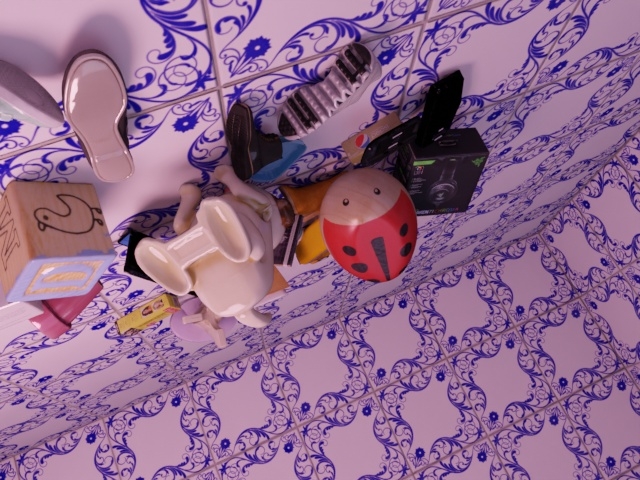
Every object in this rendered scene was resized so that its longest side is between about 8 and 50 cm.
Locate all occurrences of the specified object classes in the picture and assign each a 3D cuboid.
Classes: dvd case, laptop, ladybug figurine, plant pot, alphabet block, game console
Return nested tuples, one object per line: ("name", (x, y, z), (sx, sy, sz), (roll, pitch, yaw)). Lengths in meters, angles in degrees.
("dvd case", (-0.168, -0.005, 1.704), (0.221, 0.164, 0.018), (3, 155, 23))
("laptop", (-0.422, 0.077, 1.540), (0.234, 0.264, 0.136), (23, 120, -26))
("ladybug figurine", (0.164, -0.018, 1.790), (0.305, 0.161, 0.449), (-23, 132, 4))
("plant pot", (-0.691, 0.129, 1.533), (0.180, 0.201, 0.201), (-38, 163, -15))
("alphabet block", (-0.601, 0.003, 1.289), (0.192, 0.197, 0.193), (-2, 150, -49))
("game console", (0.256, -0.318, 1.589), (0.361, 0.044, 0.213), (-33, 153, -25))

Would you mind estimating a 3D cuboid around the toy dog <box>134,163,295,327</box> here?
("toy dog", (-0.202, -0.013, 1.498), (0.285, 0.395, 0.408), (-38, -166, 24))

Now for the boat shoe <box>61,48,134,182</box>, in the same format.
("boat shoe", (-0.420, -0.241, 1.088), (0.112, 0.095, 0.335), (-16, 153, -19))

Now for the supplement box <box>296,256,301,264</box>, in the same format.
("supplement box", (-0.053, 0.055, 2.298), (0.083, 0.043, 0.055), (-22, 161, -8))

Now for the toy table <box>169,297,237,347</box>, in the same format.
("toy table", (-0.418, 0.286, 2.195), (0.274, 0.252, 0.161), (-22, 178, -34))

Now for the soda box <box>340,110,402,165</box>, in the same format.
("soda box", (0.155, -0.291, 1.660), (0.181, 0.061, 0.058), (-30, 159, 12))

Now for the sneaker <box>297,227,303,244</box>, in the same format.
("sneaker", (-0.184, 0.003, 1.939), (0.275, 0.107, 0.110), (-24, 147, -12))

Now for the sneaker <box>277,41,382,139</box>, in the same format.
("sneaker", (0.024, -0.332, 1.356), (0.292, 0.110, 0.118), (-34, 167, 24))

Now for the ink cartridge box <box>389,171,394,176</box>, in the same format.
("ink cartridge box", (0.331, -0.226, 2.015), (0.175, 0.072, 0.127), (-36, 156, 25))

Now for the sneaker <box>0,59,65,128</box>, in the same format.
("sneaker", (-0.561, -0.219, 0.932), (0.151, 0.094, 0.256), (-40, 147, 19))

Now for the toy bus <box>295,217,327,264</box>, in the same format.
("toy bus", (0.000, 0.000, 2.044), (0.130, 0.108, 0.333), (-21, 171, -29))

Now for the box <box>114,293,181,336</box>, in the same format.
("box", (-0.636, 0.277, 2.126), (0.232, 0.058, 0.087), (-29, 159, 8))

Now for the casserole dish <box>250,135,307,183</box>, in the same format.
("casserole dish", (-0.120, -0.221, 1.544), (0.114, 0.037, 0.188), (-1, 150, -49))

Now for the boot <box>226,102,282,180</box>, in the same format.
("boot", (-0.149, -0.255, 1.380), (0.137, 0.077, 0.197), (-33, 148, -33))

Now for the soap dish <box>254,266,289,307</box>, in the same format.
("soap dish", (-0.256, 0.142, 2.002), (0.229, 0.118, 0.291), (-20, -165, -14))

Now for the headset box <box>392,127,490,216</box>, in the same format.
("headset box", (0.373, -0.222, 1.839), (0.247, 0.131, 0.283), (-5, 140, -11))

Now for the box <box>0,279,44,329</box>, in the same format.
("box", (-0.785, 0.114, 1.366), (0.182, 0.180, 0.119), (-22, 159, -9))

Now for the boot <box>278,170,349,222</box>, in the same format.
("boot", (-0.003, -0.157, 1.776), (0.211, 0.104, 0.295), (-32, 165, 3))
